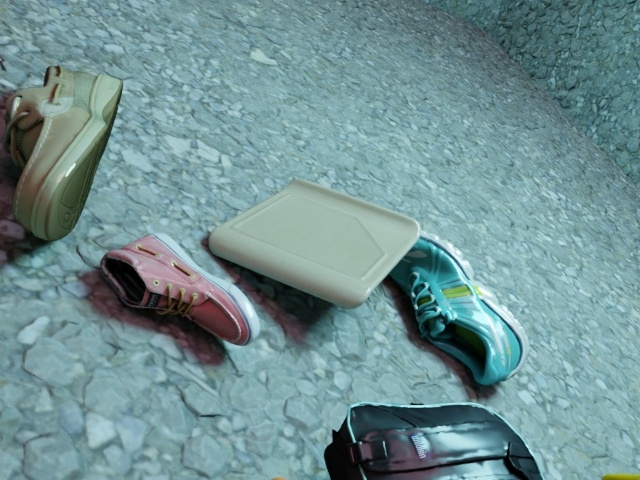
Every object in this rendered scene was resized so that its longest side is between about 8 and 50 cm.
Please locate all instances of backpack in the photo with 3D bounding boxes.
[{"bbox_3d":[0.109,0.240,0.630,0.188,0.144,0.166,-4,44,-19],"label":"backpack"}]

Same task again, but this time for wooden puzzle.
[{"bbox_3d":[0.000,0.000,0.915,0.221,0.044,0.238,21,31,18],"label":"wooden puzzle"}]

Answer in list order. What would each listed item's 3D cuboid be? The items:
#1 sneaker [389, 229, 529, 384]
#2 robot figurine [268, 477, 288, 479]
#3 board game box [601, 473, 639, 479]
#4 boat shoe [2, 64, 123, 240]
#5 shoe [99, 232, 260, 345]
[{"bbox_3d":[0.174,0.087,0.956,0.110,0.107,0.275,-27,63,-41],"label":"sneaker"},{"bbox_3d":[-0.059,0.270,0.458,0.128,0.158,0.219,7,29,12],"label":"robot figurine"},{"bbox_3d":[0.074,0.328,0.197,0.390,0.050,0.390,-18,82,-31],"label":"board game box"},{"bbox_3d":[-0.307,-0.112,0.768,0.110,0.122,0.341,18,25,-17],"label":"boat shoe"},{"bbox_3d":[-0.152,0.062,0.721,0.178,0.063,0.081,38,32,17],"label":"shoe"}]
